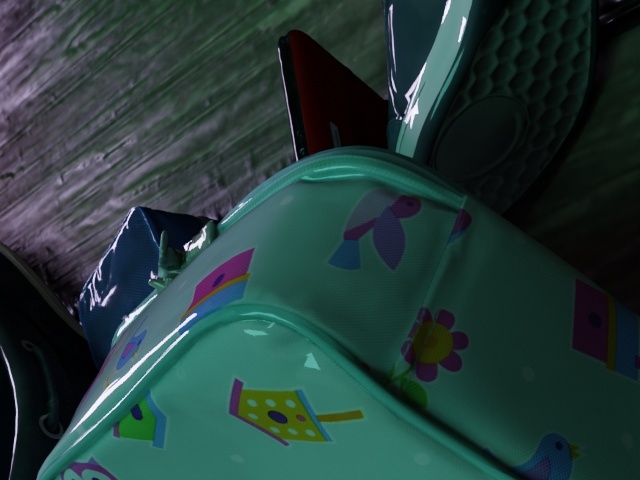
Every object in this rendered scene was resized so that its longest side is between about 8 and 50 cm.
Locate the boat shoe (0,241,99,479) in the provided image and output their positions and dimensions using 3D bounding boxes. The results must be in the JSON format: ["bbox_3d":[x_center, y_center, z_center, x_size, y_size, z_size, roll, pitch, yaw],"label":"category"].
[{"bbox_3d":[-0.252,0.087,0.939,0.500,0.156,0.187,25,91,46],"label":"boat shoe"}]

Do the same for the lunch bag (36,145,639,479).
[{"bbox_3d":[0.039,0.098,0.580,0.279,0.108,0.224,35,141,-12],"label":"lunch bag"}]

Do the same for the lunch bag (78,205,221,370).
[{"bbox_3d":[-0.082,0.028,0.835,0.098,0.065,0.067,-54,43,31],"label":"lunch bag"}]

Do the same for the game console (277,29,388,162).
[{"bbox_3d":[0.000,0.000,0.689,0.085,0.124,0.144,-28,51,24],"label":"game console"}]

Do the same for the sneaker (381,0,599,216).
[{"bbox_3d":[0.045,-0.125,0.643,0.163,0.086,0.226,50,142,42],"label":"sneaker"}]
